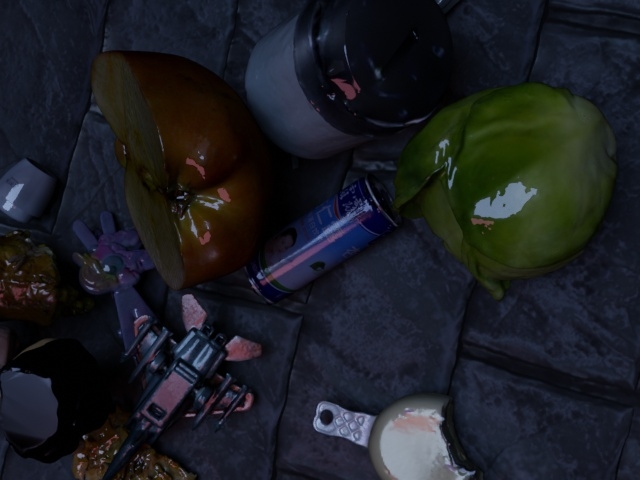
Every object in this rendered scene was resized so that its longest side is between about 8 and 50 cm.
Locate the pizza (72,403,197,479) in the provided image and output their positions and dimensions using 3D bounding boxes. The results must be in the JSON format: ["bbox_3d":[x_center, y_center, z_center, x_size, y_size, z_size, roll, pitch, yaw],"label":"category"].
[{"bbox_3d":[-0.311,0.367,1.705,0.226,0.069,0.147,41,99,21],"label":"pizza"}]

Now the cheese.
[{"bbox_3d":[0.107,0.304,1.532,0.249,0.071,0.163,-8,82,22],"label":"cheese"}]

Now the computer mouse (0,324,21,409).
[{"bbox_3d":[-0.568,0.176,1.702,0.199,0.389,0.115,1,59,-13],"label":"computer mouse"}]

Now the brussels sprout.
[{"bbox_3d":[0.246,-0.073,1.414,0.294,0.227,0.259,-28,72,7],"label":"brussels sprout"}]

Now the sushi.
[{"bbox_3d":[-0.487,0.065,1.724,0.296,0.179,0.167,-17,89,53],"label":"sushi"}]

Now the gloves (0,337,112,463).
[{"bbox_3d":[-0.393,0.242,1.609,0.152,0.301,0.197,-3,93,-11],"label":"gloves"}]

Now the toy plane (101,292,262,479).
[{"bbox_3d":[-0.240,0.248,1.628,0.223,0.104,0.326,37,88,-1],"label":"toy plane"}]

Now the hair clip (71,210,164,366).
[{"bbox_3d":[-0.311,0.073,1.718,0.137,0.090,0.278,-22,79,-15],"label":"hair clip"}]

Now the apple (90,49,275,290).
[{"bbox_3d":[-0.209,-0.100,1.526,0.295,0.329,0.365,-56,28,-1],"label":"apple"}]

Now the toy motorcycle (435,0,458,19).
[{"bbox_3d":[0.147,-0.391,1.564,0.229,0.074,0.151,-38,71,18],"label":"toy motorcycle"}]

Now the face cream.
[{"bbox_3d":[-0.499,-0.085,1.803,0.091,0.091,0.095,37,93,21],"label":"face cream"}]

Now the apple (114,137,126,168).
[{"bbox_3d":[-0.289,-0.151,1.728,0.089,0.074,0.089,-1,87,20],"label":"apple"}]

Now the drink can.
[{"bbox_3d":[0.000,0.000,1.587,0.235,0.097,0.097,-31,75,17],"label":"drink can"}]

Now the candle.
[{"bbox_3d":[0.021,-0.234,1.497,0.342,0.221,0.221,-12,80,60],"label":"candle"}]
